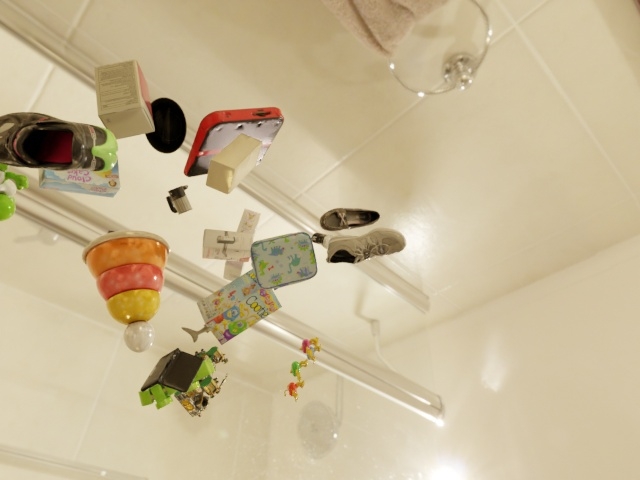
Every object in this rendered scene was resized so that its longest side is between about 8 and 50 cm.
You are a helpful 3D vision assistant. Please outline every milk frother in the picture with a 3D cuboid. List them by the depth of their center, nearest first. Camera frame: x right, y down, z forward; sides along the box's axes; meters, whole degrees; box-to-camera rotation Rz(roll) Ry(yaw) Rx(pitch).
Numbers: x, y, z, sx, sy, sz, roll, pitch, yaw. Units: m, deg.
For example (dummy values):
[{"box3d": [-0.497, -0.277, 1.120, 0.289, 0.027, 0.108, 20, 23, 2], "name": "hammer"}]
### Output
[{"box3d": [-0.724, -0.218, 2.362, 0.129, 0.135, 0.143, -10, -164, 46], "name": "milk frother"}]

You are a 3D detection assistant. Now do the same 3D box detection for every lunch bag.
[{"box3d": [-0.126, 0.070, 1.525, 0.219, 0.176, 0.090, -14, -175, -9], "name": "lunch bag"}]

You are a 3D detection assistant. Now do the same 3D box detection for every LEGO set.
[{"box3d": [-0.566, 0.711, 2.225, 0.255, 0.192, 0.331, -27, -154, 0], "name": "LEGO set"}]

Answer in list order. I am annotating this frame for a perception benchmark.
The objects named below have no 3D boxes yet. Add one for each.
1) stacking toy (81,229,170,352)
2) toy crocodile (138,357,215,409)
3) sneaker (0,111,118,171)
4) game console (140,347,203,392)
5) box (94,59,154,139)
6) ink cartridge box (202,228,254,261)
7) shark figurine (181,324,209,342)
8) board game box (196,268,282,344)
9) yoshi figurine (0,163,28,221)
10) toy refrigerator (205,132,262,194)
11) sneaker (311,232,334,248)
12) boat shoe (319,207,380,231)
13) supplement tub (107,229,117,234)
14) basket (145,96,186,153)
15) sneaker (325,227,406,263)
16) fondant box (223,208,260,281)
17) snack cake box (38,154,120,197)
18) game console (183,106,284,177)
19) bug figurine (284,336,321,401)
[{"box3d": [-0.779, 0.229, 1.841, 0.350, 0.350, 0.480, -33, -120, 33], "name": "stacking toy"}, {"box3d": [-0.574, 0.567, 1.780, 0.340, 0.115, 0.105, -30, 173, 3], "name": "toy crocodile"}, {"box3d": [-0.860, -0.304, 1.348, 0.202, 0.482, 0.185, -23, 116, -75], "name": "sneaker"}, {"box3d": [-0.378, 0.343, 1.143, 0.107, 0.071, 0.122, -32, -162, 21], "name": "game console"}, {"box3d": [-0.675, -0.486, 1.544, 0.148, 0.127, 0.232, -14, -116, -7], "name": "box"}, {"box3d": [-0.419, 0.025, 2.014, 0.158, 0.217, 0.092, 124, -30, -63], "name": "ink cartridge box"}, {"box3d": [-0.509, 0.380, 2.151, 0.278, 0.116, 0.166, -22, -177, 13], "name": "shark figurine"}, {"box3d": [-0.317, 0.253, 1.756, 0.275, 0.142, 0.144, -32, -142, -10], "name": "board game box"}, {"box3d": [-1.244, -0.203, 1.701, 0.362, 0.203, 0.203, 117, -2, -54], "name": "yoshi figurine"}, {"box3d": [-0.297, -0.272, 1.545, 0.269, 0.094, 0.102, -68, -179, -56], "name": "toy refrigerator"}, {"box3d": [0.000, 0.000, 2.462, 0.217, 0.121, 0.079, -5, 104, -78], "name": "sneaker"}, {"box3d": [0.147, -0.110, 2.153, 0.095, 0.335, 0.112, -12, -93, 52], "name": "boat shoe"}, {"box3d": [-1.045, 0.051, 2.236, 0.106, 0.106, 0.198, 4, -99, 56], "name": "supplement tub"}, {"box3d": [-0.603, -0.452, 1.772, 0.227, 0.154, 0.204, -135, -133, -72], "name": "basket"}, {"box3d": [0.148, 0.038, 1.482, 0.281, 0.105, 0.115, -10, -146, 27], "name": "sneaker"}, {"box3d": [-0.417, 0.030, 2.371, 0.238, 0.096, 0.330, 122, -17, -64], "name": "fondant box"}, {"box3d": [-0.915, -0.263, 1.705, 0.089, 0.264, 0.152, -28, -112, 40], "name": "snack cake box"}, {"box3d": [-0.352, -0.405, 1.843, 0.060, 0.386, 0.342, 59, -43, 14], "name": "game console"}, {"box3d": [-0.078, 0.531, 1.916, 0.216, 0.072, 0.279, 93, 20, -44], "name": "bug figurine"}]
